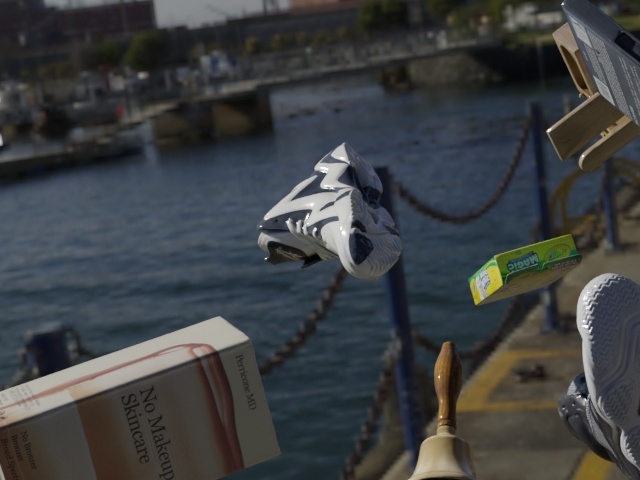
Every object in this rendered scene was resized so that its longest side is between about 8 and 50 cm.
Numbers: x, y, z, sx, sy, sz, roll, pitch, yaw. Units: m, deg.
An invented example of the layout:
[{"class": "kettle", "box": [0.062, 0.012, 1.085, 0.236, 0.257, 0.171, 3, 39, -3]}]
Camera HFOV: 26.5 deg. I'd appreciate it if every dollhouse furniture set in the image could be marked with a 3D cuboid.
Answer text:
[{"class": "dollhouse furniture set", "box": [0.307, -0.165, 1.653, 0.123, 0.144, 0.151, -38, 47, 1]}]

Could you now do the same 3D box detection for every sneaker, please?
[{"class": "sneaker", "box": [0.000, 0.000, 1.537, 0.153, 0.094, 0.235, -40, 34, 18]}, {"class": "sneaker", "box": [0.289, 0.141, 1.354, 0.101, 0.268, 0.153, -30, 23, -14]}]

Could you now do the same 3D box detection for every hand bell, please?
[{"class": "hand bell", "box": [0.165, 0.238, 1.795, 0.126, 0.126, 0.242, -5, 50, 12]}]

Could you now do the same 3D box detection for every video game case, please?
[{"class": "video game case", "box": [0.362, -0.123, 1.371, 0.026, 0.274, 0.196, -44, -31, 0]}]

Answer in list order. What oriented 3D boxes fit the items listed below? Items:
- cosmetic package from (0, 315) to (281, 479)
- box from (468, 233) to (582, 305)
[{"class": "cosmetic package", "box": [-0.212, 0.208, 1.506, 0.296, 0.153, 0.129, -20, 15, -18]}, {"class": "box", "box": [0.253, 0.037, 1.690, 0.105, 0.043, 0.179, -15, -8, -9]}]
